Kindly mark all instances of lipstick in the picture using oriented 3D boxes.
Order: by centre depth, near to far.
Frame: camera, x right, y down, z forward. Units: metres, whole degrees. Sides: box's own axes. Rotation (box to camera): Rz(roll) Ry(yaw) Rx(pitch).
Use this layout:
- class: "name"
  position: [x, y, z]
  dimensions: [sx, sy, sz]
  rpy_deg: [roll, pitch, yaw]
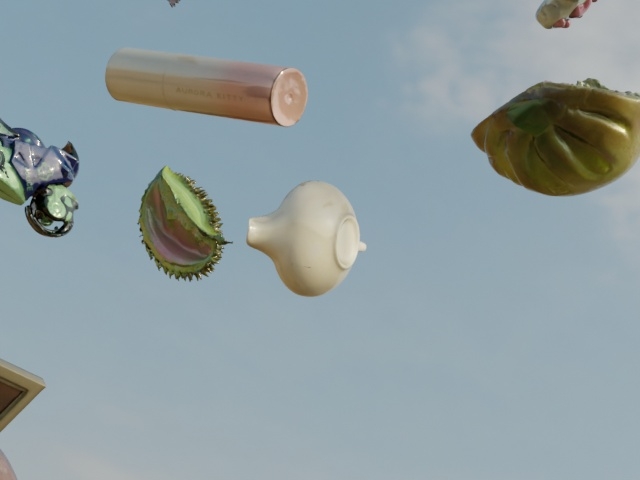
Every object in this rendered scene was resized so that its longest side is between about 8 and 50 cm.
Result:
- class: "lipstick"
  position: [-0.173, -0.229, 2.111]
  dimensions: [0.327, 0.087, 0.087]
  rpy_deg: [12, -23, 35]

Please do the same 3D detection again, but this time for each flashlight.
- class: "flashlight"
  position: [0.320, -0.320, 1.732]
  dimensions: [0.047, 0.093, 0.200]
  rpy_deg: [49, -20, 11]

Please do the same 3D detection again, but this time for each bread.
- class: "bread"
  position: [0.342, -0.139, 1.966]
  dimensions: [0.261, 0.156, 0.158]
  rpy_deg: [-31, -12, 34]

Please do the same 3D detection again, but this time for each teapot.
- class: "teapot"
  position: [0.000, 0.000, 1.773]
  dimensions: [0.092, 0.145, 0.226]
  rpy_deg: [8, -4, 28]

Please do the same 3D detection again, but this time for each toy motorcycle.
- class: "toy motorcycle"
  position: [-0.561, -0.154, 2.599]
  dimensions: [0.331, 0.196, 0.125]
  rpy_deg: [42, -47, -20]

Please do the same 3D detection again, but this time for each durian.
- class: "durian"
  position: [-0.214, -0.013, 2.330]
  dimensions: [0.095, 0.137, 0.220]
  rpy_deg: [14, 27, -43]

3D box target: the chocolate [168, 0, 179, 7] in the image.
- class: "chocolate"
  position: [-0.265, -0.446, 2.199]
  dimensions: [0.028, 0.086, 0.182]
  rpy_deg: [-23, -69, 23]

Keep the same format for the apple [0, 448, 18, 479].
- class: "apple"
  position: [-0.536, 0.364, 1.839]
  dimensions: [0.235, 0.306, 0.305]
  rpy_deg: [46, -19, 15]

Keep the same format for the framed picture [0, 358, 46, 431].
- class: "framed picture"
  position: [-0.439, 0.167, 1.417]
  dimensions: [0.020, 0.211, 0.289]
  rpy_deg: [50, 8, 39]
